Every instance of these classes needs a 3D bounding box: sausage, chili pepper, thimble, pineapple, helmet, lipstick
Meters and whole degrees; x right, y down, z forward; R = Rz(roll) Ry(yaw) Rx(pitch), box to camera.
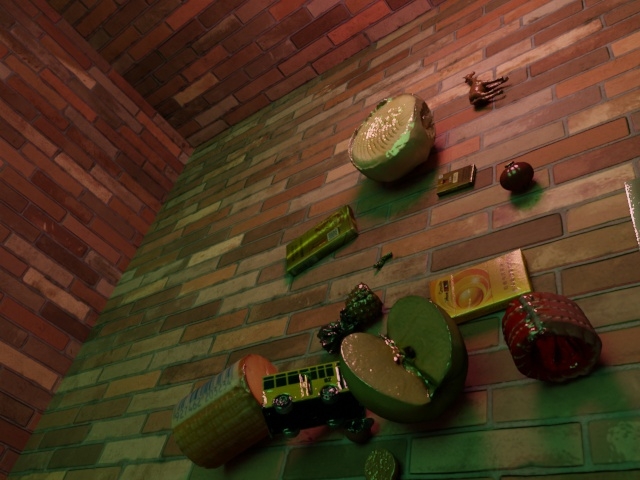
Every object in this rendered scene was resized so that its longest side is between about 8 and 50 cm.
[{"bbox_3d":[-0.261,0.502,1.630,0.287,0.233,0.233,-37,31,12],"label":"sausage"},{"bbox_3d":[0.205,0.066,1.817,0.083,0.022,0.027,-40,29,-2],"label":"chili pepper"},{"bbox_3d":[0.483,0.206,1.162,0.163,0.189,0.125,-56,19,30],"label":"thimble"},{"bbox_3d":[0.084,0.244,1.670,0.111,0.119,0.237,43,92,15],"label":"pineapple"},{"bbox_3d":[0.100,0.487,1.399,0.083,0.049,0.065,-9,6,1],"label":"helmet"},{"bbox_3d":[0.747,-0.016,1.235,0.068,0.066,0.318,-20,38,34],"label":"lipstick"}]

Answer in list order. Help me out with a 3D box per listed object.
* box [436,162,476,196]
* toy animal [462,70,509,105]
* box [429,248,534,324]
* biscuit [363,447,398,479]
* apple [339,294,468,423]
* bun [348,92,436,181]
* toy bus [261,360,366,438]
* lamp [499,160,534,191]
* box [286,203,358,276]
[{"bbox_3d":[0.455,-0.202,1.847,0.133,0.023,0.090,-18,38,37],"label":"box"},{"bbox_3d":[0.610,-0.594,2.105,0.229,0.066,0.224,-4,49,54],"label":"toy animal"},{"bbox_3d":[0.420,0.132,1.459,0.269,0.043,0.153,-25,35,28],"label":"box"},{"bbox_3d":[0.135,0.596,1.238,0.165,0.036,0.250,-23,40,30],"label":"biscuit"},{"bbox_3d":[0.211,0.301,1.318,0.295,0.234,0.257,-38,43,-11],"label":"apple"},{"bbox_3d":[0.288,-0.365,2.071,0.364,0.202,0.365,-32,37,28],"label":"bun"},{"bbox_3d":[-0.019,0.414,1.462,0.261,0.128,0.150,-11,33,-1],"label":"toy bus"},{"bbox_3d":[0.578,-0.189,1.623,0.101,0.090,0.101,-28,-8,-4],"label":"lamp"},{"bbox_3d":[0.000,0.000,2.116,0.311,0.043,0.173,-34,32,17],"label":"box"}]
